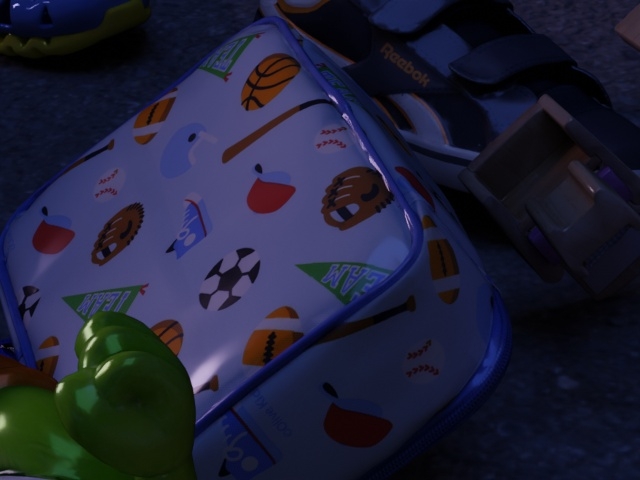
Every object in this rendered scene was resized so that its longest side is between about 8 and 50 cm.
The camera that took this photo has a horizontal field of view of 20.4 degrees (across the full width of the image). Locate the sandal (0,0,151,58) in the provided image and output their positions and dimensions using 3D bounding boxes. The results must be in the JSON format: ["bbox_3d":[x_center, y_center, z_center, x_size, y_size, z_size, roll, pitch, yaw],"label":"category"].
[{"bbox_3d":[-0.252,-0.240,1.400,0.126,0.138,0.317,-28,41,-36],"label":"sandal"}]

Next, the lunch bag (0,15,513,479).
[{"bbox_3d":[-0.051,0.028,0.915,0.243,0.115,0.303,-40,33,7],"label":"lunch bag"}]

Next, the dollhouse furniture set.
[{"bbox_3d":[0.272,-0.014,0.887,0.286,0.198,0.303,-43,24,6],"label":"dollhouse furniture set"}]

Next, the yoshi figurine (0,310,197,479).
[{"bbox_3d":[-0.097,0.147,0.619,0.203,0.204,0.362,-25,35,-32],"label":"yoshi figurine"}]

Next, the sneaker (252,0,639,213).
[{"bbox_3d":[0.080,-0.110,1.141,0.321,0.128,0.126,20,20,33],"label":"sneaker"}]
